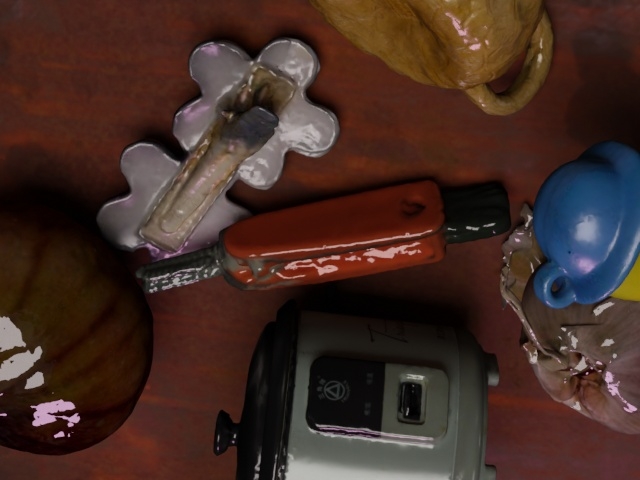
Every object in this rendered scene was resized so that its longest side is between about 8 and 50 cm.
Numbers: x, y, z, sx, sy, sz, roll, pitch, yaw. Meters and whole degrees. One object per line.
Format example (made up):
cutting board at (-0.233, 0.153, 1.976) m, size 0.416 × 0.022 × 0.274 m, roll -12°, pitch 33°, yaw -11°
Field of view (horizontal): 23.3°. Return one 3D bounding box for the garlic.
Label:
garlic at (0.200, 0.043, 1.260) m, size 0.257 × 0.207 × 0.207 m, roll 14°, pitch 122°, yaw -32°

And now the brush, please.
brush at (0.000, 0.000, 1.308) m, size 0.323 × 0.070 × 0.051 m, roll -13°, pitch 136°, yaw 6°

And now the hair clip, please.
hair clip at (-0.086, -0.065, 1.315) m, size 0.146 × 0.075 × 0.257 m, roll 27°, pitch 126°, yaw -21°

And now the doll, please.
doll at (0.308, -0.039, 1.147) m, size 0.363 × 0.145 × 0.199 m, roll -27°, pitch 110°, yaw -18°

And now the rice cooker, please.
rice cooker at (0.024, 0.174, 1.309) m, size 0.227 × 0.280 × 0.241 m, roll 7°, pitch 155°, yaw -1°

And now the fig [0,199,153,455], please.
fig at (-0.263, 0.084, 1.341) m, size 0.235 × 0.214 × 0.235 m, roll 2°, pitch 150°, yaw 1°

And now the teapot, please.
teapot at (0.093, -0.221, 1.164) m, size 0.311 × 0.203 × 0.167 m, roll 45°, pitch 73°, yaw -35°
